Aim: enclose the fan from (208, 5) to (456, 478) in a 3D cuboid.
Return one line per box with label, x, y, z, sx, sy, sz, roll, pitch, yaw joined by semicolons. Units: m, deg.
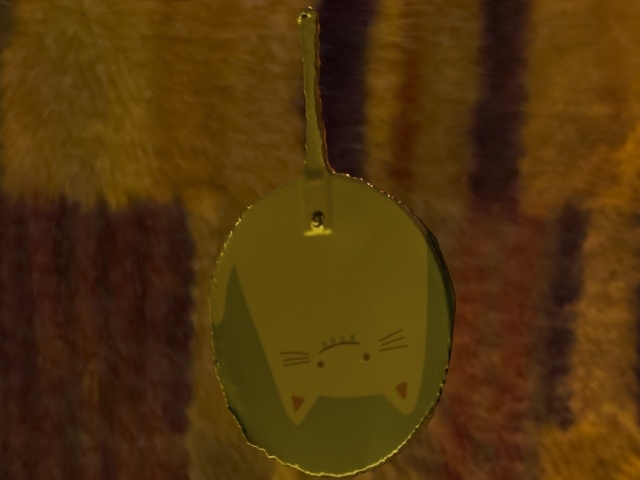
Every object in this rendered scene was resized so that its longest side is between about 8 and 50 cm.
fan;0.000;0.000;0.694;0.113;0.005;0.175;-6;86;36
